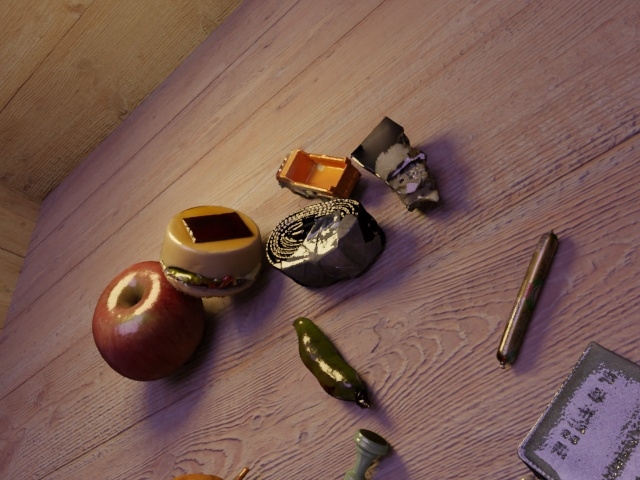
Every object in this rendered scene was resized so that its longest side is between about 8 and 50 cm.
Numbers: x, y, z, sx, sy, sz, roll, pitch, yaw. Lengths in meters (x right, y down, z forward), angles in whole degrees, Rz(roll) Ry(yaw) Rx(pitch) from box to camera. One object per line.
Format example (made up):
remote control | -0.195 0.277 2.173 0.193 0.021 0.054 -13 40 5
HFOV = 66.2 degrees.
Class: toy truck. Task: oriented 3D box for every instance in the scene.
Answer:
toy truck | -0.010 -0.170 1.328 0.270 0.135 0.114 18 78 48

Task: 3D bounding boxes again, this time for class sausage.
sausage | 0.363 0.098 0.863 0.032 0.032 0.269 13 73 48

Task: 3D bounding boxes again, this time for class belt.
belt | 0.000 0.000 1.182 0.289 0.164 0.184 -17 47 33

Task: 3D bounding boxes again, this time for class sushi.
sushi | 0.206 -0.156 1.152 0.134 0.109 0.273 -44 55 6

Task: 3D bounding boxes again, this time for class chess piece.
chess piece | 0.078 0.409 0.908 0.067 0.067 0.103 23 89 49

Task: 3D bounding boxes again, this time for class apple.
apple | -0.483 0.238 1.427 0.344 0.269 0.345 -13 44 13

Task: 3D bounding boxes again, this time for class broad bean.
broad bean | 0.011 0.265 1.067 0.077 0.061 0.339 -47 41 -2

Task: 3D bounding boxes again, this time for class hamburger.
hamburger | -0.303 0.031 1.372 0.302 0.301 0.170 -124 37 -48

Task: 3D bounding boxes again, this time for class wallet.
wallet | 0.405 0.273 0.700 0.222 0.036 0.167 -55 40 -1

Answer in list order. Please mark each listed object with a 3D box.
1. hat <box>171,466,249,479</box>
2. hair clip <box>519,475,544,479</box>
hat | -0.251 0.552 1.038 0.233 0.233 0.244 -37 81 -10
hair clip | 0.310 0.447 0.651 0.140 0.054 0.220 6 71 48
